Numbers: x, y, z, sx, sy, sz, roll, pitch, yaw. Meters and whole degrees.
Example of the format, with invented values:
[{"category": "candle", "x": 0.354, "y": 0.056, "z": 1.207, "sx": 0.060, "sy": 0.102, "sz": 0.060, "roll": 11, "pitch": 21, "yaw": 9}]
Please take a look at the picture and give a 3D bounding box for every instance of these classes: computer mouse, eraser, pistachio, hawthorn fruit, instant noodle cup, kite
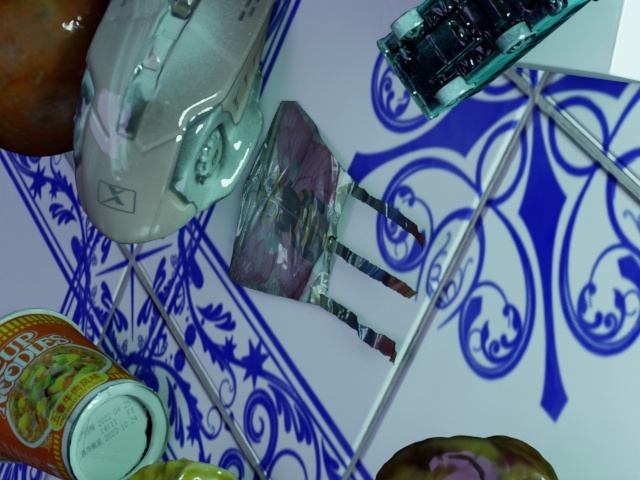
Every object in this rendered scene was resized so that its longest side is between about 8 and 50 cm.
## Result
[{"category": "computer mouse", "x": -0.149, "y": -0.184, "z": 1.670, "sx": 0.115, "sy": 0.199, "sz": 0.389, "roll": 47, "pitch": -120, "yaw": -79}, {"category": "eraser", "x": 0.164, "y": -0.177, "z": 1.302, "sx": 0.298, "sy": 0.078, "sz": 0.076, "roll": 18, "pitch": 98, "yaw": 56}, {"category": "pistachio", "x": 0.123, "y": 0.212, "z": 1.252, "sx": 0.130, "sy": 0.165, "sz": 0.210, "roll": -56, "pitch": 4, "yaw": -32}, {"category": "hawthorn fruit", "x": -0.324, "y": -0.234, "z": 1.848, "sx": 0.316, "sy": 0.316, "sz": 0.316, "roll": -15, "pitch": 72, "yaw": 54}, {"category": "instant noodle cup", "x": -0.280, "y": 0.194, "z": 1.828, "sx": 0.212, "sy": 0.193, "sz": 0.193, "roll": 20, "pitch": 100, "yaw": 48}, {"category": "kite", "x": 0.003, "y": 0.001, "z": 1.564, "sx": 0.360, "sy": 0.022, "sz": 0.204, "roll": 40, "pitch": 117, "yaw": 56}]

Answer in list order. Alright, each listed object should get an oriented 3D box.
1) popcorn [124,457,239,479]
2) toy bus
[{"category": "popcorn", "x": -0.142, "y": 0.315, "z": 1.586, "sx": 0.189, "sy": 0.169, "sz": 0.218, "roll": -44, "pitch": 54, "yaw": 43}, {"category": "toy bus", "x": 0.127, "y": -0.167, "z": 1.202, "sx": 0.079, "sy": 0.092, "sz": 0.160, "roll": 56, "pitch": 136, "yaw": 5}]
